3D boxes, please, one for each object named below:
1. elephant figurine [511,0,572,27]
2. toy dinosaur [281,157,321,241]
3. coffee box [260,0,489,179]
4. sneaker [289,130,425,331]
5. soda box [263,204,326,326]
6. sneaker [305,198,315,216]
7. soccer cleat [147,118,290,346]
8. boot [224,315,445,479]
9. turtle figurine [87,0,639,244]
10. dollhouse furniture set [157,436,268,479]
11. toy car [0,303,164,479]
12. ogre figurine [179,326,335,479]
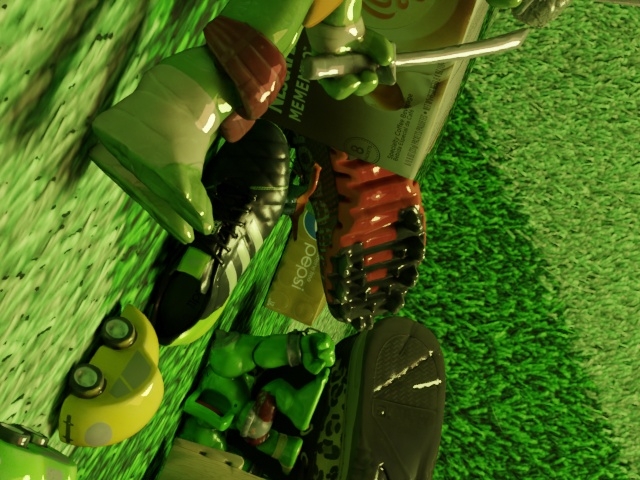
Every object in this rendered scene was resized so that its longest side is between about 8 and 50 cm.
[{"bbox_3d":[0.210,-0.273,0.899,0.239,0.186,0.169,-26,-177,-2],"label":"elephant figurine"},{"bbox_3d":[-0.018,-0.043,1.244,0.082,0.090,0.047,0,-126,51],"label":"toy dinosaur"},{"bbox_3d":[0.043,-0.173,0.965,0.246,0.141,0.098,107,9,-52],"label":"coffee box"},{"bbox_3d":[0.032,-0.053,1.276,0.135,0.098,0.276,-131,-146,-51],"label":"sneaker"},{"bbox_3d":[0.000,0.000,1.566,0.058,0.061,0.181,-52,164,-68],"label":"soda box"},{"bbox_3d":[0.039,-0.089,1.464,0.111,0.103,0.252,-65,168,27],"label":"sneaker"},{"bbox_3d":[-0.072,-0.001,1.003,0.179,0.060,0.072,-65,173,14],"label":"soccer cleat"},{"bbox_3d":[-0.012,0.272,1.486,0.284,0.138,0.377,-13,-116,57],"label":"boot"},{"bbox_3d":[0.028,-0.095,0.708,0.266,0.198,0.274,-48,128,-10],"label":"turtle figurine"},{"bbox_3d":[-0.117,0.404,1.364,0.303,0.198,0.286,113,-3,-53],"label":"dollhouse furniture set"},{"bbox_3d":[-0.160,0.149,0.841,0.225,0.053,0.239,63,51,-82],"label":"toy car"},{"bbox_3d":[-0.066,0.160,1.362,0.097,0.118,0.197,-66,176,-46],"label":"ogre figurine"}]
